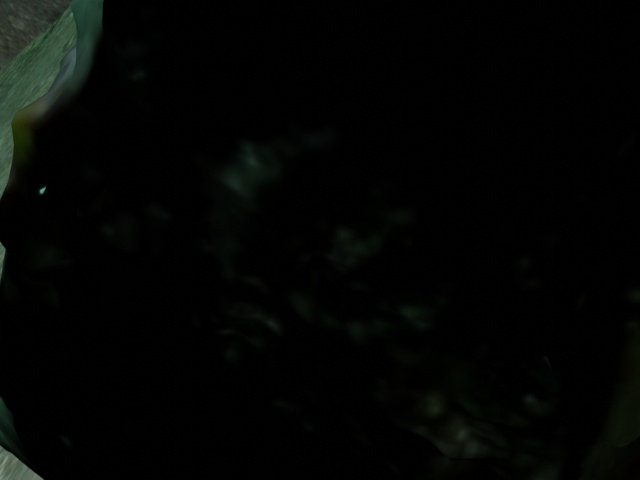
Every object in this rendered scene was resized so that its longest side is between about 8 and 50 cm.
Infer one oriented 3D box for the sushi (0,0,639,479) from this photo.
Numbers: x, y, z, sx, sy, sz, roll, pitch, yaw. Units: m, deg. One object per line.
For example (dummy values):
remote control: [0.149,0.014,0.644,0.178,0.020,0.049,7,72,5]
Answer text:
sushi: [0.091,-0.023,0.498,0.328,0.285,0.328,-61,-1,36]
